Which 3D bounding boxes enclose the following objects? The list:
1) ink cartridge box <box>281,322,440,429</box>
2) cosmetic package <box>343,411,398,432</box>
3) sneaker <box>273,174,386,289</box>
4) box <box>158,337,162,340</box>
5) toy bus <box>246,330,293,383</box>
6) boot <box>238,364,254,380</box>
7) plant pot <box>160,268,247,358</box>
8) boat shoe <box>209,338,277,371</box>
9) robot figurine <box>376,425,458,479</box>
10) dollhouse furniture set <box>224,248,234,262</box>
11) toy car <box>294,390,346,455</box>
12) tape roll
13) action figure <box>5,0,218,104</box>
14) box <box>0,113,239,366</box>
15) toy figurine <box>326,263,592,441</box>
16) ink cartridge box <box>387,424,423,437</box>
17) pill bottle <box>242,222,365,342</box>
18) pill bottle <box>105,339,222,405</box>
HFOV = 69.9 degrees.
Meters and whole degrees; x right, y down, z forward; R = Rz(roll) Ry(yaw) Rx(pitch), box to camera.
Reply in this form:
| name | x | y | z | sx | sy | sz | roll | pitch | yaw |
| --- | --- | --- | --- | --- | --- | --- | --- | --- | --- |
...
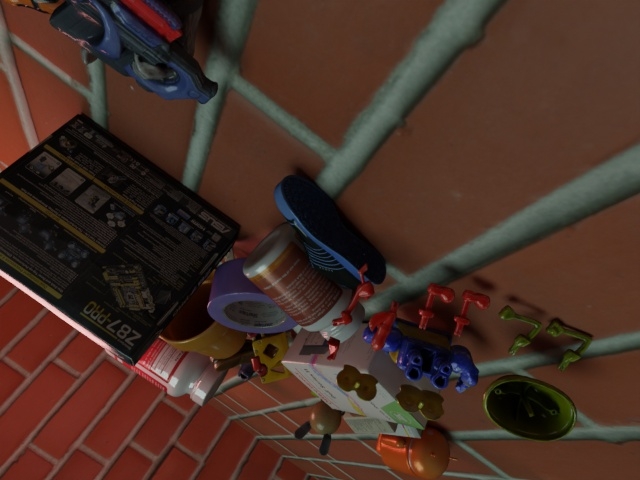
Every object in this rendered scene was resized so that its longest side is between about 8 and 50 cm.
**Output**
| name | x | y | z | sx | sy | sz | roll | pitch | yaw |
| --- | --- | --- | --- | --- | --- | --- | --- | --- | --- |
| ink cartridge box | 0.061 | 0.288 | 1.019 | 0.353 | 0.119 | 0.207 | -12 | 127 | 50 |
| cosmetic package | 0.117 | 0.409 | 1.055 | 0.115 | 0.041 | 0.060 | -18 | 114 | 37 |
| sneaker | 0.000 | 0.000 | 0.719 | 0.232 | 0.081 | 0.090 | 46 | 140 | -20 |
| box | -0.455 | 0.144 | 1.262 | 0.203 | 0.167 | 0.168 | 40 | 149 | -10 |
| toy bus | -0.125 | 0.251 | 1.158 | 0.104 | 0.191 | 0.202 | -13 | 144 | -7 |
| boot | -0.251 | 0.431 | 1.542 | 0.069 | 0.086 | 0.190 | 34 | 149 | 1 |
| plant pot | -0.279 | 0.203 | 1.154 | 0.205 | 0.205 | 0.188 | 14 | 149 | 31 |
| boat shoe | -0.216 | 0.306 | 1.281 | 0.073 | 0.206 | 0.073 | 53 | 122 | 32 |
| robot figurine | 0.244 | 0.543 | 1.191 | 0.219 | 0.128 | 0.158 | -16 | 102 | 54 |
| dollhouse furniture set | -0.159 | 0.038 | 0.993 | 0.114 | 0.091 | 0.081 | -16 | 83 | 26 |
| toy car | 0.017 | 0.485 | 1.264 | 0.155 | 0.188 | 0.149 | 26 | 148 | 15 |
| tape roll | -0.128 | 0.116 | 0.930 | 0.188 | 0.080 | 0.189 | 2 | 147 | 2 |
| action figure | -0.263 | -0.298 | 0.479 | 0.330 | 0.179 | 0.341 | 8 | 165 | 30 |
| box | -0.402 | -0.012 | 0.857 | 0.394 | 0.318 | 0.097 | 35 | 149 | -2 |
| toy figurine | 0.200 | 0.163 | 0.746 | 0.362 | 0.191 | 0.217 | 14 | -179 | 5 |
| ink cartridge box | 0.140 | 0.414 | 1.119 | 0.209 | 0.062 | 0.109 | -7 | 121 | 33 |
| pill bottle | -0.023 | 0.083 | 0.815 | 0.216 | 0.121 | 0.121 | 46 | 147 | -17 |
| pill bottle | -0.542 | 0.412 | 1.655 | 0.407 | 0.229 | 0.229 | 31 | 149 | 6 |
